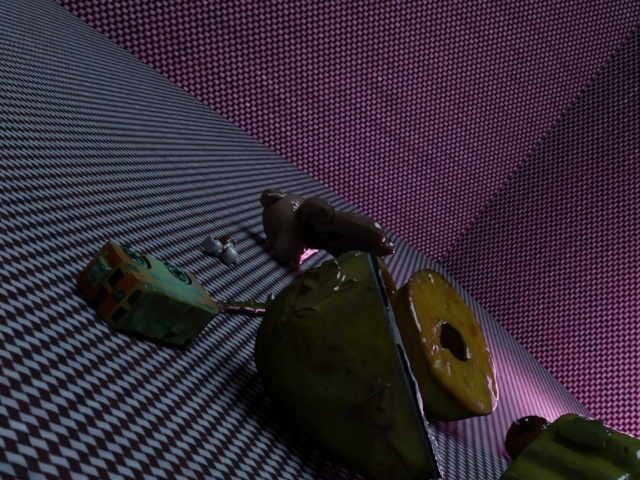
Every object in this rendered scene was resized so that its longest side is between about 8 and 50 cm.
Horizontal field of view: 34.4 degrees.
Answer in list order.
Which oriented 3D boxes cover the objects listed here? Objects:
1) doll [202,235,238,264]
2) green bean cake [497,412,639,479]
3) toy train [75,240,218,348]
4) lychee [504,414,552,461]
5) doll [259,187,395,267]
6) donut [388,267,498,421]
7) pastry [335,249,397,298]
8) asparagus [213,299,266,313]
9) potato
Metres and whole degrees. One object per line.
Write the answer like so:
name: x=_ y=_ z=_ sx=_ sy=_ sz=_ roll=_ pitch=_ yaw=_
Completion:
doll: x=-0.175 y=0.012 z=1.796 sx=0.085 sy=0.040 sz=0.058 roll=32 pitch=21 yaw=-44
green bean cake: x=0.343 y=0.413 z=1.297 sx=0.202 sy=0.285 sz=0.310 roll=13 pitch=-40 yaw=50
toy train: x=-0.201 y=0.068 z=1.248 sx=0.099 sy=0.072 sz=0.188 roll=44 pitch=10 yaw=35
lychee: x=0.429 y=0.406 z=2.072 sx=0.146 sy=0.114 sz=0.114 roll=51 pitch=2 yaw=-25
doll: x=0.000 y=0.000 z=2.126 sx=0.303 sy=0.156 sz=0.201 roll=14 pitch=-32 yaw=39
donut: x=0.216 y=0.206 z=1.945 sx=0.303 sy=0.110 sz=0.303 roll=42 pitch=32 yaw=-34
pastry: x=0.083 y=0.115 z=2.024 sx=0.182 sy=0.093 sz=0.193 roll=23 pitch=48 yaw=-54
asparagus: x=-0.120 y=0.103 z=1.591 sx=0.248 sy=0.025 sz=0.024 roll=15 pitch=68 yaw=-71
potato: x=0.026 y=0.183 z=1.313 sx=0.246 sy=0.196 sz=0.300 roll=56 pitch=15 yaw=-71
